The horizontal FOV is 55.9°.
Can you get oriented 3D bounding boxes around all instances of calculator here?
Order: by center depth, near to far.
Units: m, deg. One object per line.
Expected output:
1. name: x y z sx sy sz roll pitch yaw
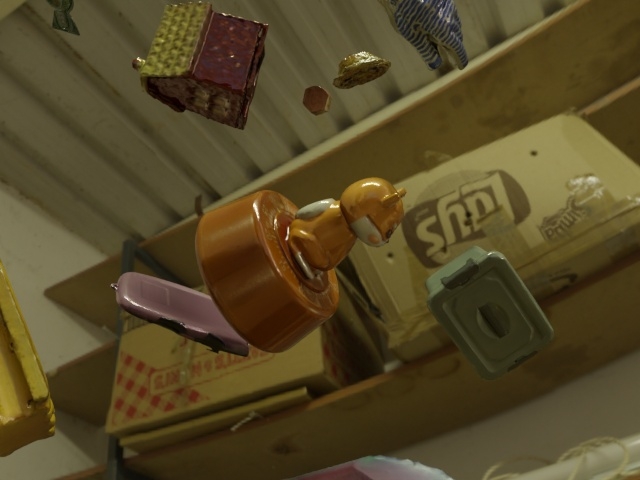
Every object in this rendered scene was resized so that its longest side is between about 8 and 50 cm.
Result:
1. calculator: -0.278 0.138 1.214 0.294 0.194 0.043 25 -78 -23

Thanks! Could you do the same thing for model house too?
1. model house: -0.251 -0.376 1.262 0.254 0.196 0.160 16 -20 -12

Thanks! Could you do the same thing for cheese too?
1. cheese: -0.477 -0.434 1.101 0.067 0.026 0.121 19 -38 10

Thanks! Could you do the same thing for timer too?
1. timer: 0.000 0.000 0.478 0.152 0.132 0.132 -29 -44 19

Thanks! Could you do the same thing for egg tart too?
1. egg tart: 0.082 -0.355 1.244 0.128 0.049 0.129 -17 -2 -1

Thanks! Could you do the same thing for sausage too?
1. sausage: -0.005 -0.324 1.408 0.065 0.169 0.065 1 -80 4

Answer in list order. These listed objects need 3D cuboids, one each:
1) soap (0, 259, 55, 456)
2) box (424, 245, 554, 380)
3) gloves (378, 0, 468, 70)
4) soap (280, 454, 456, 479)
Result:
1. soap: -0.534 0.169 0.984 0.096 0.324 0.204 -19 -22 -32
2. box: 0.227 0.093 0.846 0.124 0.093 0.172 -35 -73 6
3. gloves: 0.182 -0.386 1.047 0.229 0.097 0.119 41 -95 -23
4. soap: 0.033 0.263 0.418 0.324 0.193 0.109 -26 -3 25
